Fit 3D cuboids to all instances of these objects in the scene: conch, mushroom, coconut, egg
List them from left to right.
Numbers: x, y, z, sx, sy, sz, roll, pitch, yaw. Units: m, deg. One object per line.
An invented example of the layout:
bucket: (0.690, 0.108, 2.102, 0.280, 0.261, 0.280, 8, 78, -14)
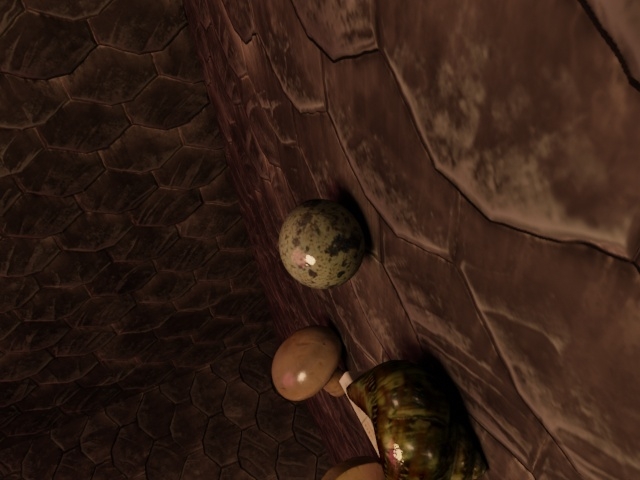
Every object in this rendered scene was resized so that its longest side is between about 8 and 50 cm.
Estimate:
mushroom: (-0.028, 0.327, 1.296, 0.206, 0.206, 0.209, -145, 37, -69)
egg: (0.000, 0.000, 0.795, 0.172, 0.132, 0.132, -108, 5, -57)
coconut: (0.096, 0.657, 1.223, 0.259, 0.259, 0.259, 159, 90, -78)
conch: (0.128, 0.248, 0.690, 0.181, 0.124, 0.187, 58, -171, 11)

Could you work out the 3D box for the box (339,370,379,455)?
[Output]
box: (0.124, 0.296, 0.789, 0.032, 0.122, 0.220, -59, 40, 25)
